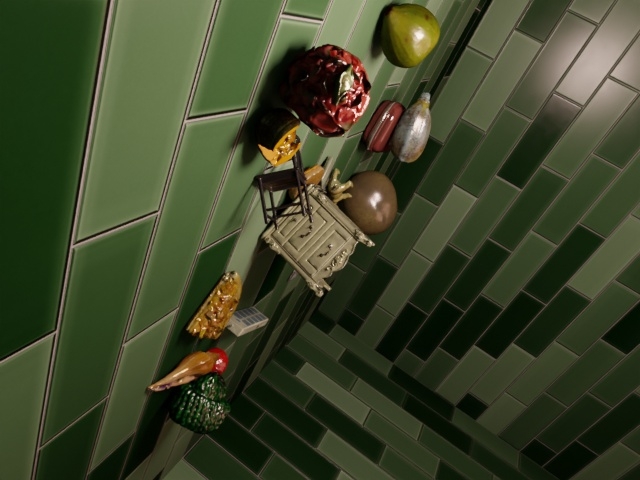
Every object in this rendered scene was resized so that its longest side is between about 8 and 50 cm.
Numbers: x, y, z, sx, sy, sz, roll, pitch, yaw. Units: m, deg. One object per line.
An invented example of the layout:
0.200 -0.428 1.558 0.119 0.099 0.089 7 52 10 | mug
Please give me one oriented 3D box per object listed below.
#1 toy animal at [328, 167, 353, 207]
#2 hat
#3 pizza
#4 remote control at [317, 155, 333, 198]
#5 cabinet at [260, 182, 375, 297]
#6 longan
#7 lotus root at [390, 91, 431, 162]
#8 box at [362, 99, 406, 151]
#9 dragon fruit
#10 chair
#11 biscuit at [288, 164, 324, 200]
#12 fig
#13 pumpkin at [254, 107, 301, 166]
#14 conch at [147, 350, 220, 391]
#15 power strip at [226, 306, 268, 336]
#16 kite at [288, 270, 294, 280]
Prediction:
0.071 -0.208 1.989 0.101 0.103 0.219 -51 168 -14 | toy animal
-0.466 0.617 1.918 0.274 0.242 0.332 130 -17 -74 | hat
-0.355 0.241 1.681 0.268 0.087 0.258 -57 172 -8 | pizza
0.021 -0.240 1.956 0.285 0.038 0.123 95 17 -67 | remote control
0.000 0.000 1.755 0.290 0.318 0.227 -45 171 8 | cabinet
0.256 -0.198 2.462 0.361 0.361 0.361 -53 169 -16 | longan
0.428 -0.518 2.121 0.140 0.158 0.322 -35 146 -60 | lotus root
0.326 -0.552 2.265 0.263 0.108 0.404 -60 169 18 | box
-0.002 -0.376 1.178 0.234 0.234 0.293 -51 -156 -25 | dragon fruit
-0.111 -0.179 1.403 0.154 0.141 0.260 39 40 -79 | chair
-0.062 -0.213 1.723 0.170 0.050 0.170 -45 170 -10 | biscuit
0.283 -0.697 1.537 0.225 0.203 0.203 33 91 -39 | fig
-0.113 -0.272 1.175 0.119 0.107 0.183 -46 174 -14 | pumpkin
-0.505 0.478 1.720 0.330 0.093 0.109 -8 152 -49 | conch
-0.329 0.351 2.021 0.043 0.106 0.367 -55 169 5 | power strip
-0.089 0.103 2.598 0.310 0.015 0.169 -56 169 10 | kite
